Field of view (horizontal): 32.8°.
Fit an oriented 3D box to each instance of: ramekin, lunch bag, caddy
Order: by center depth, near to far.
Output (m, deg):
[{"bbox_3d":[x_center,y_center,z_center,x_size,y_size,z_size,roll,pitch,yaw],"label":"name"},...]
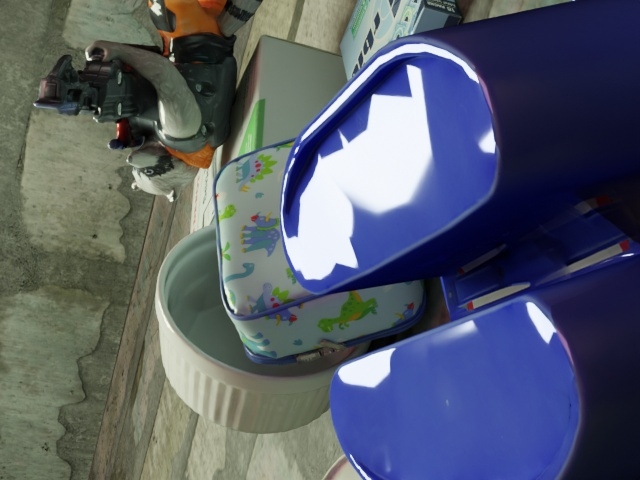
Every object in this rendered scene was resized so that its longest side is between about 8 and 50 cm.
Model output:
[{"bbox_3d":[0.116,0.012,0.570,0.341,0.179,0.241,146,109,-67],"label":"caddy"},{"bbox_3d":[0.000,0.000,0.959,0.219,0.176,0.090,-101,-9,-47],"label":"lunch bag"},{"bbox_3d":[-0.057,0.086,1.037,0.207,0.207,0.109,-97,16,-46],"label":"ramekin"}]

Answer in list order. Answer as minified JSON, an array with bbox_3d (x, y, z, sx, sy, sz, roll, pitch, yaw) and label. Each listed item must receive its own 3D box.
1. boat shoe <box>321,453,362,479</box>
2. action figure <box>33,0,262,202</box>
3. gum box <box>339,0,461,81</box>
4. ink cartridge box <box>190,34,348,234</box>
[{"bbox_3d":[0.065,0.204,0.616,0.113,0.103,0.302,-55,33,4],"label":"boat shoe"},{"bbox_3d":[-0.152,-0.194,1.161,0.341,0.179,0.330,-50,-24,-69],"label":"action figure"},{"bbox_3d":[0.072,-0.203,1.067,0.184,0.041,0.157,-99,27,-48],"label":"gum box"},{"bbox_3d":[-0.062,-0.059,1.270,0.289,0.122,0.211,124,153,-52],"label":"ink cartridge box"}]
